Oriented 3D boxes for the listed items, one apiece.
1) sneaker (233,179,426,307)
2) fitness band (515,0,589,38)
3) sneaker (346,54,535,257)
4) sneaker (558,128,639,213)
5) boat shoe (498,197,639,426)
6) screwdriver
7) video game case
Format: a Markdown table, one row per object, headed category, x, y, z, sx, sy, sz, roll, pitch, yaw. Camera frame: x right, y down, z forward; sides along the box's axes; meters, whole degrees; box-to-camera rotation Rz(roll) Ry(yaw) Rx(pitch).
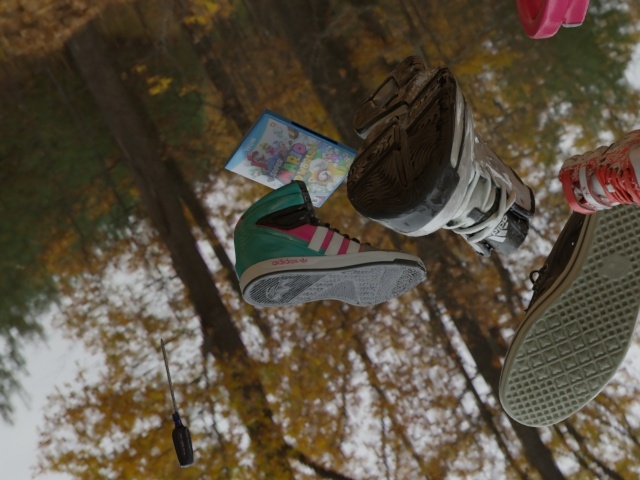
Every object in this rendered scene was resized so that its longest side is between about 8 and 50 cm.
| category | x | y | z | sx | sy | sz | roll | pitch | yaw |
| --- | --- | --- | --- | --- | --- | --- | --- | --- | --- |
| sneaker | 0.000 | 0.000 | 1.332 | 0.295 | 0.178 | 0.124 | 2 | 141 | -33 |
| fitness band | 0.280 | -0.380 | 1.115 | 0.054 | 0.291 | 0.209 | -4 | -126 | -1 |
| sneaker | 0.177 | -0.071 | 1.111 | 0.169 | 0.257 | 0.447 | -46 | -167 | 18 |
| sneaker | 0.366 | -0.066 | 1.127 | 0.145 | 0.090 | 0.270 | -23 | -170 | 21 |
| boat shoe | 0.463 | 0.095 | 1.637 | 0.156 | 0.187 | 0.500 | -68 | -178 | -85 |
| screwdriver | -0.194 | 0.212 | 1.217 | 0.025 | 0.170 | 0.024 | -22 | 167 | 19 |
| video game case | -0.040 | -0.118 | 1.372 | 0.119 | 0.166 | 0.015 | -48 | -148 | 36 |
